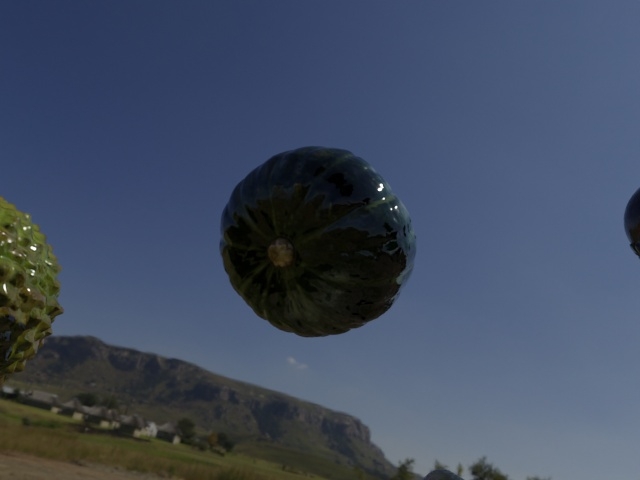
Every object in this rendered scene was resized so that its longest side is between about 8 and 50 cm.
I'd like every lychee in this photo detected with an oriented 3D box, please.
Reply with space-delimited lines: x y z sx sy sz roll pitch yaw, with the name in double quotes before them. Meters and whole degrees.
"lychee" -0.408 0.052 0.556 0.270 0.270 0.320 24 -54 -25

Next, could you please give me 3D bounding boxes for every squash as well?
"squash" -0.003 0.003 0.605 0.218 0.218 0.172 0 -5 30

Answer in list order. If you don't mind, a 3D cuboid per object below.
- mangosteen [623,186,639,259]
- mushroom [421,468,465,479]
"mangosteen" 0.635 -0.033 0.952 0.210 0.209 0.210 11 -22 5
"mushroom" 0.152 0.315 0.660 0.084 0.083 0.067 -4 6 36
